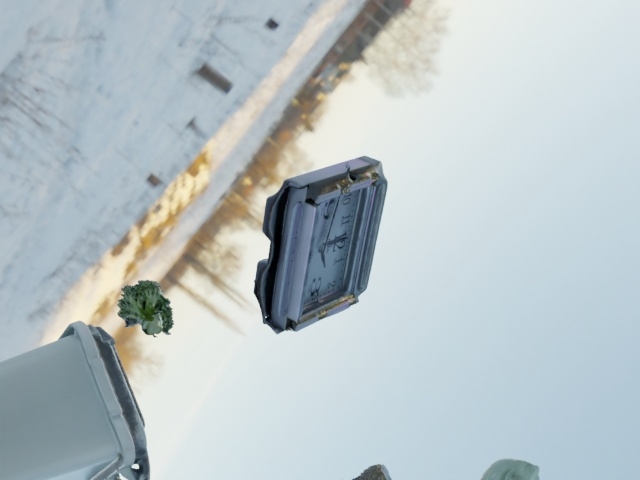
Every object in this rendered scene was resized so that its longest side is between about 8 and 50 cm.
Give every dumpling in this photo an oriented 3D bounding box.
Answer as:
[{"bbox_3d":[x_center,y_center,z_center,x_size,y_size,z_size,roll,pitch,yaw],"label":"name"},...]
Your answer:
[{"bbox_3d":[0.378,0.516,1.983,0.219,0.108,0.153,122,-17,-58],"label":"dumpling"}]

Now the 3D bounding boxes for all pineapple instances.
[{"bbox_3d":[0.089,0.587,2.366,0.159,0.074,0.074,-25,-166,14],"label":"pineapple"}]

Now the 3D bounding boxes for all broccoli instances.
[{"bbox_3d":[-0.353,0.154,2.042,0.204,0.118,0.122,-140,-132,-68],"label":"broccoli"}]

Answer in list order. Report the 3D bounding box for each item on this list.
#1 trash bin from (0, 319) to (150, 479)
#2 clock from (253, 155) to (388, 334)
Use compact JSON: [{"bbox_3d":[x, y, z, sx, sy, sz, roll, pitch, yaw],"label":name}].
[{"bbox_3d":[-0.480,0.325,1.570,0.367,0.296,0.256,-15,166,-35],"label":"trash bin"},{"bbox_3d":[0.000,0.000,1.454,0.186,0.083,0.253,-21,130,-47],"label":"clock"}]
